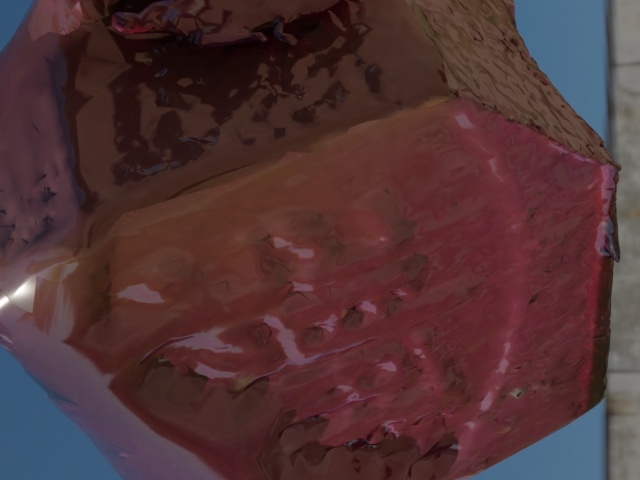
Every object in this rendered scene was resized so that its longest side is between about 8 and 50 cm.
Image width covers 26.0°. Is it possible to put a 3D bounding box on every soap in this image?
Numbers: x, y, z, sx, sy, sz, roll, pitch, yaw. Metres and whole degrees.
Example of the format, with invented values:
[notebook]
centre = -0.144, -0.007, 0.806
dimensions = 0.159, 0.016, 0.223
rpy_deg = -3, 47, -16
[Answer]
[soap]
centre = 0.000, 0.000, 0.523
dimensions = 0.127, 0.220, 0.325
rpy_deg = 61, 174, 33
